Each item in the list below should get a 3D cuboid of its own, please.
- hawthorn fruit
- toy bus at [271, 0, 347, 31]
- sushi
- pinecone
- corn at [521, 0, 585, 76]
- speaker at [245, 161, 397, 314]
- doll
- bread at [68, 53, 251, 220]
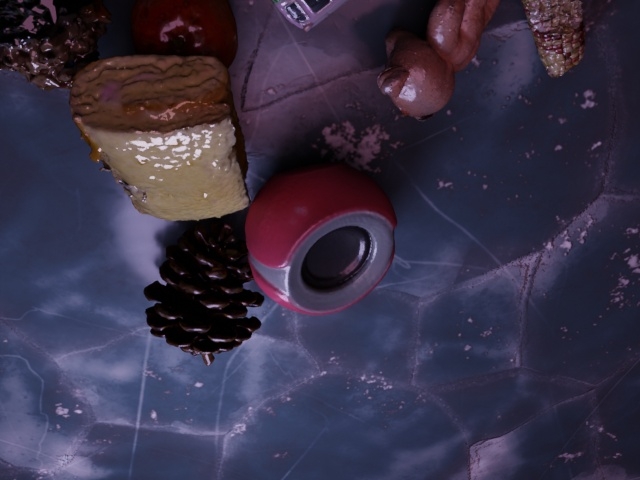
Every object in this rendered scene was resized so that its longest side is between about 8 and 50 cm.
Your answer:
[{"bbox_3d":[-0.215,-0.323,1.074,0.179,0.200,0.179,-4,119,-8],"label":"hawthorn fruit"},{"bbox_3d":[0.034,-0.478,1.036,0.305,0.143,0.179,-35,124,15],"label":"toy bus"},{"bbox_3d":[-0.428,-0.332,1.027,0.224,0.238,0.219,10,128,5],"label":"sushi"},{"bbox_3d":[-0.233,0.105,1.358,0.243,0.244,0.309,9,107,-13],"label":"pinecone"},{"bbox_3d":[0.393,-0.411,1.155,0.098,0.098,0.290,-23,124,8],"label":"corn"},{"bbox_3d":[0.000,0.000,1.277,0.294,0.294,0.294,-3,124,-5],"label":"speaker"},{"bbox_3d":[0.200,-0.361,1.155,0.303,0.156,0.201,-59,154,6],"label":"doll"},{"bbox_3d":[-0.244,-0.150,1.101,0.236,0.165,0.375,-6,164,-4],"label":"bread"}]
